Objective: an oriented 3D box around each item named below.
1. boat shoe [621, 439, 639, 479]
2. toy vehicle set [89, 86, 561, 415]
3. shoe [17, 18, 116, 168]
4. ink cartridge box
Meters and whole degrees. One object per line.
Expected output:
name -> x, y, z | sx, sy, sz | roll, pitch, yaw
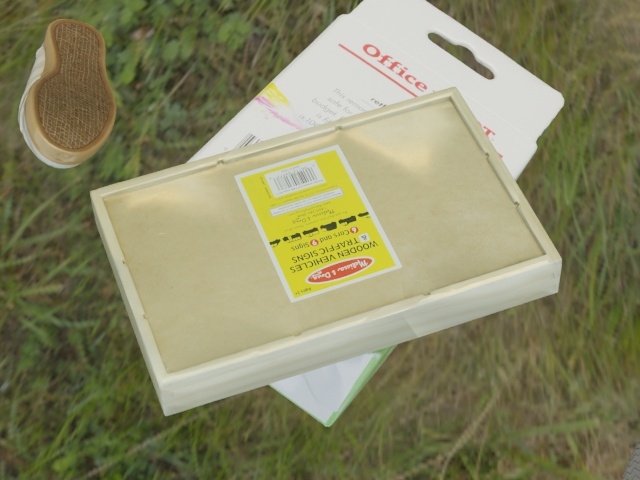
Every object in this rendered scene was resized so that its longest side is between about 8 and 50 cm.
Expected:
boat shoe -> 0.234, 0.224, 0.552 | 0.130, 0.132, 0.355 | -13, 71, -28
toy vehicle set -> 0.000, 0.000, 0.916 | 0.267, 0.166, 0.035 | -17, 143, -11
shoe -> -0.218, -0.117, 1.210 | 0.077, 0.219, 0.058 | 18, 121, -16
ink cartridge box -> 0.032, -0.045, 1.147 | 0.207, 0.353, 0.119 | 36, 140, 7
